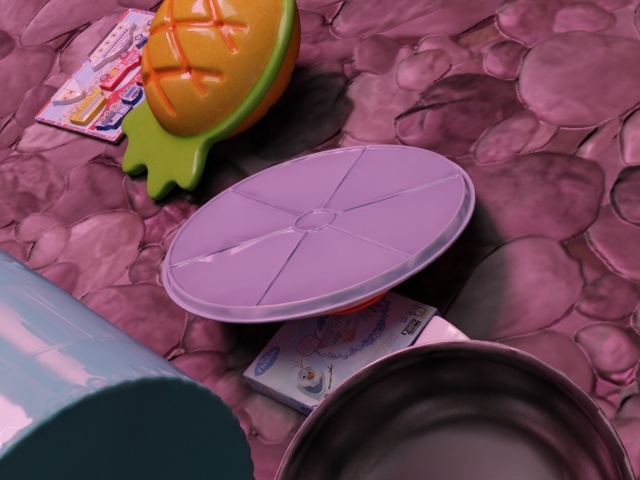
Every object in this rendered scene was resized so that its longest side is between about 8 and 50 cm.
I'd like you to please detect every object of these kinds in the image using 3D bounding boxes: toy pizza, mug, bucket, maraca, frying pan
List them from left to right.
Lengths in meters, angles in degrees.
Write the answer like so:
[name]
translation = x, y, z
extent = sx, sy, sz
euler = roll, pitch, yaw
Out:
[bucket]
translation = -0.178, 0.146, 0.761
extent = 0.183, 0.281, 0.281
euler = 22, 63, 35
[maraca]
translation = -0.082, -0.116, 1.070
extent = 0.186, 0.099, 0.127
euler = -58, 42, 9
[toy pizza]
translation = 0.000, 0.000, 0.937
extent = 0.201, 0.032, 0.201
euler = -14, 28, 8
[frying pan]
translation = 0.034, 0.203, 0.743
extent = 0.197, 0.053, 0.326
euler = 24, 82, 31
[mug]
translation = 0.068, 0.087, 0.825
extent = 0.064, 0.062, 0.078
euler = -47, 21, -6

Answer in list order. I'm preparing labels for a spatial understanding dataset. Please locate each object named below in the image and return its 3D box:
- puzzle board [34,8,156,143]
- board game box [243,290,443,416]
[puzzle board]
translation = -0.155, -0.133, 1.181
extent = 0.096, 0.011, 0.128
euler = 17, 60, 38
[board game box]
translation = 0.014, 0.066, 0.902
extent = 0.090, 0.020, 0.090
euler = 21, 63, 40
